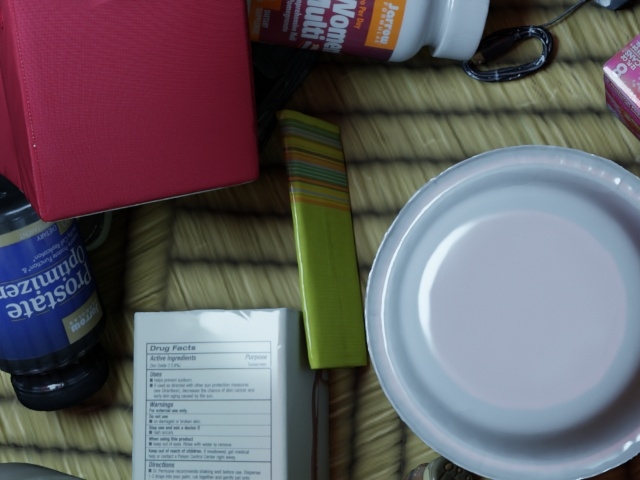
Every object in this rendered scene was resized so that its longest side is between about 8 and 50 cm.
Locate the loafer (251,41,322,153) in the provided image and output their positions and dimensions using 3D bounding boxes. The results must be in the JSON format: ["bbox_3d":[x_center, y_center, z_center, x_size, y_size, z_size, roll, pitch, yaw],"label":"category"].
[{"bbox_3d":[-0.054,-0.171,1.026,0.076,0.078,0.223,27,91,18],"label":"loafer"}]

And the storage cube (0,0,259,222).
[{"bbox_3d":[-0.173,-0.144,0.882,0.183,0.215,0.193,30,128,57],"label":"storage cube"}]

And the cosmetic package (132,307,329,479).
[{"bbox_3d":[-0.077,0.212,0.958,0.153,0.129,0.296,-2,83,19],"label":"cosmetic package"}]

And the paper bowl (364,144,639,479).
[{"bbox_3d":[0.177,0.061,0.891,0.284,0.148,0.284,-2,82,16],"label":"paper bowl"}]

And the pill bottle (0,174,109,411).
[{"bbox_3d":[-0.273,0.047,0.999,0.122,0.123,0.219,-2,121,17],"label":"pill bottle"}]

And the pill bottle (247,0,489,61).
[{"bbox_3d":[0.034,-0.226,0.952,0.221,0.121,0.121,7,85,-6],"label":"pill bottle"}]

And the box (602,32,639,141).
[{"bbox_3d":[0.358,-0.075,0.860,0.122,0.128,0.257,-41,74,8],"label":"box"}]

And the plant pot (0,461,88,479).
[{"bbox_3d":[-0.369,0.338,0.963,0.280,0.323,0.323,9,86,34],"label":"plant pot"}]

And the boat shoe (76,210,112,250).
[{"bbox_3d":[-0.253,-0.105,1.085,0.081,0.068,0.228,-5,82,16],"label":"boat shoe"}]

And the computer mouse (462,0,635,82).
[{"bbox_3d":[0.233,-0.222,0.964,0.242,0.041,0.071,-36,75,11],"label":"computer mouse"}]

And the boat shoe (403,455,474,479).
[{"bbox_3d":[0.119,0.281,0.930,0.060,0.064,0.178,-30,71,43],"label":"boat shoe"}]

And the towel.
[{"bbox_3d":[0.000,0.000,0.977,0.021,0.102,0.237,-12,79,29],"label":"towel"}]
